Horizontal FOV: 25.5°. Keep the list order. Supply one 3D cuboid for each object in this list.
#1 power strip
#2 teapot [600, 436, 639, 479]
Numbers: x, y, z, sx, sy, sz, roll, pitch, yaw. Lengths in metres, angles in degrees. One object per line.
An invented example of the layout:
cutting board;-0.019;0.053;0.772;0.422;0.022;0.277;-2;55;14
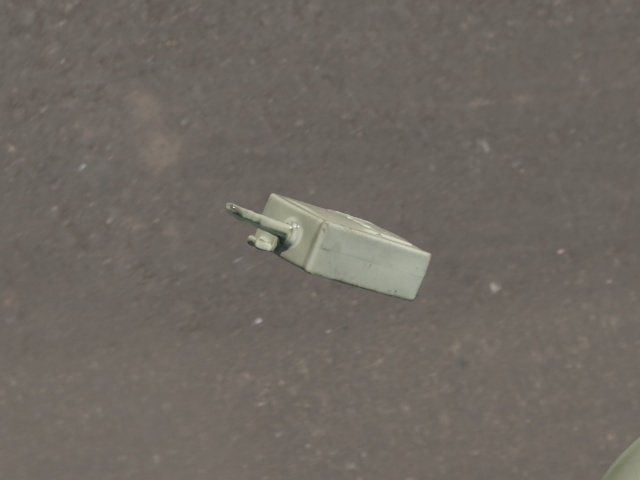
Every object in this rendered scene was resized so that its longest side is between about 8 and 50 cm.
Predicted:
power strip;0.000;0.000;1.000;0.175;0.075;0.042;17;98;-40
teapot;0.180;0.188;0.658;0.220;0.318;0.149;60;22;-1
